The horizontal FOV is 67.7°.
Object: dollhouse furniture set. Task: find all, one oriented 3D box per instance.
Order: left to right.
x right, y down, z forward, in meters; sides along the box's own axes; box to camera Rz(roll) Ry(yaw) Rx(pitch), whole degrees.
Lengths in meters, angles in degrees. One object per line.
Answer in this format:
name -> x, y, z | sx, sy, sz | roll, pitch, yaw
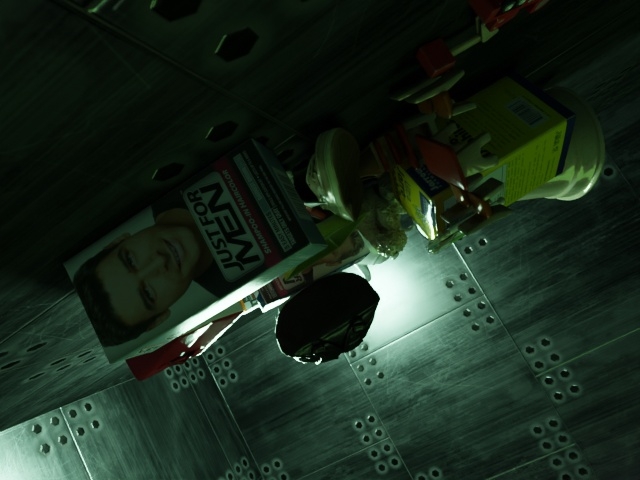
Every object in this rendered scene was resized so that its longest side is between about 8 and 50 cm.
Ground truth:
dollhouse furniture set -> 0.196, -0.156, 0.868 | 0.135, 0.262, 0.259 | -29, -157, 0

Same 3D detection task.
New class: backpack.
backpack -> 0.016, 0.232, 1.368 | 0.290, 0.273, 0.355 | -31, 146, -6

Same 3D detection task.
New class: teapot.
teapot -> 0.192, -0.009, 1.619 | 0.252, 0.187, 0.256 | -47, 168, -12

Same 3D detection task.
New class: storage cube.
storage cube -> -0.320, 0.146, 1.019 | 0.193, 0.215, 0.184 | -43, 164, 32

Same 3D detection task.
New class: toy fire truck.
toy fire truck -> 0.245, -0.321, 0.694 | 0.192, 0.047, 0.135 | -28, 171, -14

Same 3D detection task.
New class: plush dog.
plush dog -> 0.186, -0.117, 1.341 | 0.225, 0.211, 0.262 | -48, -166, 21

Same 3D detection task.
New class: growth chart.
growth chart -> 0.292, -0.024, 0.989 | 0.172, 0.021, 0.237 | -32, 167, 2

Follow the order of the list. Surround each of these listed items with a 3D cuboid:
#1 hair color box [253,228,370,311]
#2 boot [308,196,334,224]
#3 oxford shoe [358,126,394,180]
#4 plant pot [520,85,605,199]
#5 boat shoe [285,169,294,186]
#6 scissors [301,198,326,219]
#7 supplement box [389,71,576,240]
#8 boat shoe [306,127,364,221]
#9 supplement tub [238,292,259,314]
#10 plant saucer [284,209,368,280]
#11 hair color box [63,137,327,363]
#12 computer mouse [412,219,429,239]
hair color box -> -0.049, 0.048, 1.396 | 0.347, 0.173, 0.105 | -26, 168, -21
boot -> -0.047, -0.033, 1.234 | 0.262, 0.095, 0.203 | -32, 172, -10
oxford shoe -> 0.128, -0.179, 1.024 | 0.212, 0.076, 0.076 | -34, 168, 16
plant pot -> 0.557, -0.240, 1.373 | 0.306, 0.333, 0.334 | -16, 169, -10
boat shoe -> -0.108, -0.044, 0.963 | 0.098, 0.096, 0.277 | -23, 169, -31
scissors -> -0.039, -0.073, 0.942 | 0.297, 0.109, 0.021 | 59, 55, -89
supplement box -> 0.356, -0.184, 1.095 | 0.357, 0.195, 0.194 | -31, 145, -4
boat shoe -> 0.018, -0.117, 0.897 | 0.098, 0.109, 0.302 | 14, 168, 14
supplement tub -> -0.276, 0.216, 1.834 | 0.198, 0.106, 0.106 | -27, 171, -17
plant saucer -> 0.000, 0.000, 1.116 | 0.188, 0.045, 0.188 | -31, 167, -33
hair color box -> -0.200, 0.023, 0.767 | 0.374, 0.185, 0.113 | -31, 171, 11
computer mouse -> 0.292, -0.125, 1.417 | 0.060, 0.262, 0.184 | 4, 170, -3
